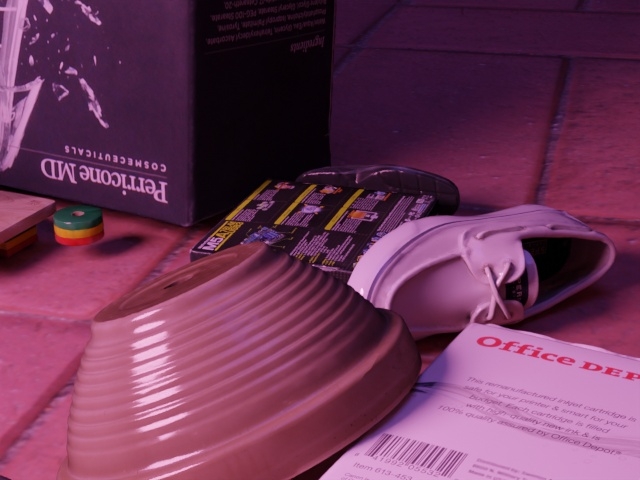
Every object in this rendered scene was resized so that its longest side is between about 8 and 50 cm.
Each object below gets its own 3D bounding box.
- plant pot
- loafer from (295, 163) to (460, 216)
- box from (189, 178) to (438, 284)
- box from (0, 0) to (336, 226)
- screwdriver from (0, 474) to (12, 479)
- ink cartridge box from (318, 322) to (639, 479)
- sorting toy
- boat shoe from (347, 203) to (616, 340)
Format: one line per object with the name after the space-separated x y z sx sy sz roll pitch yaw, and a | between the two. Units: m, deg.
-0.066 0.074 0.733 0.237 0.109 0.237 -23 10 4 | plant pot
0.061 -0.054 1.206 0.170 0.062 0.061 7 20 15 | loafer
0.000 0.000 1.101 0.184 0.045 0.190 4 24 18 | box
-0.246 -0.309 1.266 0.480 0.471 0.297 12 21 28 | box
-0.269 0.153 0.788 0.170 0.024 0.025 6 -6 31 | screwdriver
0.113 0.151 0.667 0.172 0.100 0.237 12 27 28 | ink cartridge box
-0.349 -0.006 1.122 0.274 0.046 0.132 10 26 23 | sorting toy
0.138 0.031 0.968 0.267 0.096 0.088 -10 19 -40 | boat shoe
